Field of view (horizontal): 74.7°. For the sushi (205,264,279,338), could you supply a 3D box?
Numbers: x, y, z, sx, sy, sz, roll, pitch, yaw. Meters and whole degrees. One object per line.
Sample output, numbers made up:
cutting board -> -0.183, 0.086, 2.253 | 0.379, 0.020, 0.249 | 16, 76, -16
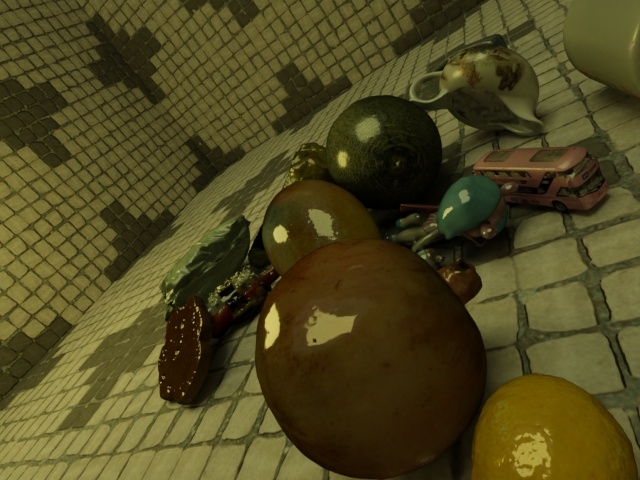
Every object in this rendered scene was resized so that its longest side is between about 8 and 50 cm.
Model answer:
sushi -> -0.192, 0.133, 0.989 | 0.226, 0.103, 0.097 | -39, 6, -8

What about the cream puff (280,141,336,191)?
cream puff -> -0.009, -0.120, 1.130 | 0.282, 0.185, 0.282 | 17, -90, -89

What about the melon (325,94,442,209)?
melon -> 0.135, -0.199, 0.936 | 0.248, 0.248, 0.329 | -33, 23, 11

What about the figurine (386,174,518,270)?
figurine -> 0.189, -0.024, 0.708 | 0.205, 0.103, 0.260 | -46, 14, -24

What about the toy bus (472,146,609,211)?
toy bus -> 0.329, -0.097, 0.655 | 0.063, 0.090, 0.203 | -42, 23, -12

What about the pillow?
pillow -> -0.323, 0.090, 1.173 | 0.310, 0.138, 0.283 | -53, 5, -27

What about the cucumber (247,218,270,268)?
cucumber -> -0.148, -0.028, 1.259 | 0.081, 0.072, 0.303 | -48, 16, 28

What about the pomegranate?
pomegranate -> 0.065, 0.111, 0.471 | 0.270, 0.229, 0.252 | -29, 24, 6

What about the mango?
mango -> 0.000, 0.000, 0.831 | 0.221, 0.199, 0.384 | -55, 37, 11

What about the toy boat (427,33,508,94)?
toy boat -> 0.432, -0.510, 1.250 | 0.078, 0.127, 0.283 | -46, 19, -18

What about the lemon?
lemon -> 0.181, 0.171, 0.331 | 0.114, 0.114, 0.155 | -18, 23, 40

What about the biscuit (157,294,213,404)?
biscuit -> -0.298, 0.241, 0.926 | 0.208, 0.041, 0.290 | -61, 32, 6

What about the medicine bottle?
medicine bottle -> 0.528, -0.307, 0.604 | 0.211, 0.211, 0.371 | -29, 24, 21

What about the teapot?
teapot -> 0.341, -0.314, 0.899 | 0.298, 0.204, 0.139 | 22, 77, 33
